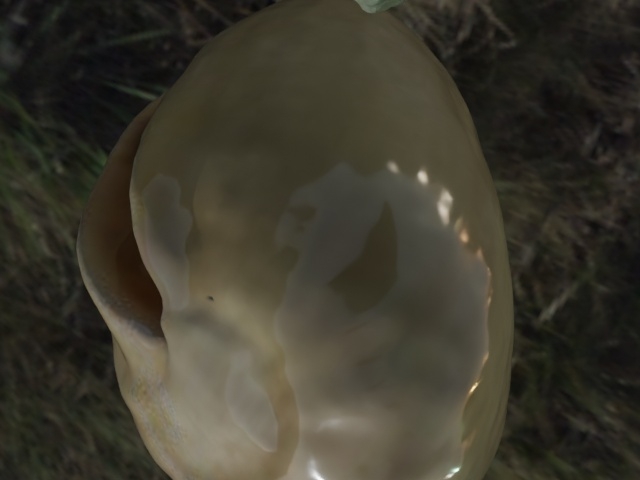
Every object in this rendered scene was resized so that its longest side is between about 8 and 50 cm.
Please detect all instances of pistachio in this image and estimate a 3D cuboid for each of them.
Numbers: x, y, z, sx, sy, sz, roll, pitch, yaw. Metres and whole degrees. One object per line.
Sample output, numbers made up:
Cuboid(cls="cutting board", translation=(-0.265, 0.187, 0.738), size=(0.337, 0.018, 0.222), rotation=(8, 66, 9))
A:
Cuboid(cls="pistachio", translation=(0.000, 0.000, 0.718), size=(0.214, 0.318, 0.193), rotation=(29, 131, -21))

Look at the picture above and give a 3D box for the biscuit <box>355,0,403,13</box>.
Cuboid(cls="biscuit", translation=(0.100, -0.173, 0.415), size=(0.150, 0.052, 0.252), rotation=(-31, 164, -41))
